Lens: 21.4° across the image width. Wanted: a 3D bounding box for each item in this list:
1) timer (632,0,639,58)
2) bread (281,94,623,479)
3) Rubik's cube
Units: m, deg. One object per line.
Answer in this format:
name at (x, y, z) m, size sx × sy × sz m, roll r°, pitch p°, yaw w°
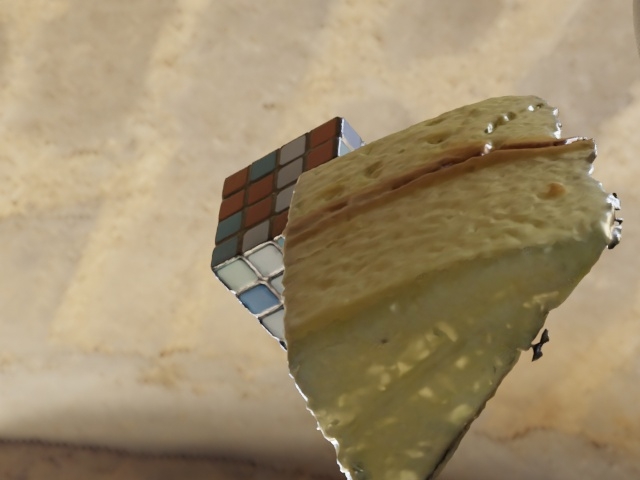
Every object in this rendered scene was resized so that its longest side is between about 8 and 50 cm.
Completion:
timer at (0.238, -0.063, 0.717) m, size 0.175 × 0.255 × 0.175 m, roll -32°, pitch 26°, yaw 17°
bread at (0.081, 0.025, 0.909) m, size 0.178 × 0.135 × 0.240 m, roll -22°, pitch 22°, yaw 9°
Rubik's cube at (0.000, 0.000, 1.704) m, size 0.155 × 0.154 × 0.151 m, roll -29°, pitch 33°, yaw 24°
